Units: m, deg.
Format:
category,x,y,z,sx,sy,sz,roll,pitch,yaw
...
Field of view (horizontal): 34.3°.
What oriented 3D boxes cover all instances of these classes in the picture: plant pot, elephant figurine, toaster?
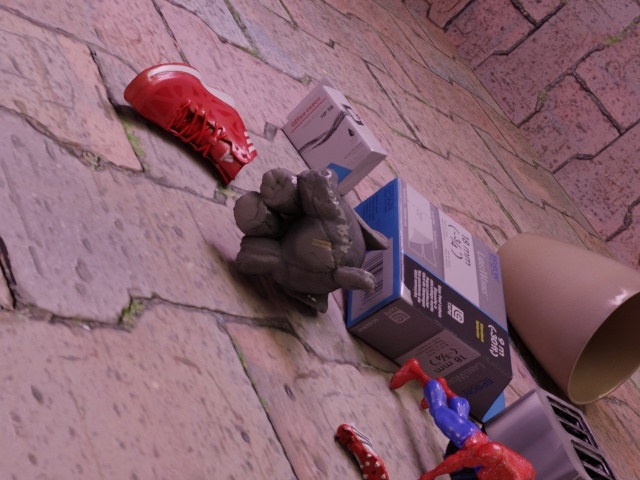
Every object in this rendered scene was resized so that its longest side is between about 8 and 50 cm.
category,x,y,z,sx,sy,sz,roll,pitch,yaw
plant pot,0.437,0.108,1.860,0.256,0.256,0.274,21,18,-51
elephant figurine,0.000,0.000,1.294,0.239,0.169,0.186,35,47,-71
toaster,0.312,0.302,1.397,0.185,0.110,0.168,31,25,-37

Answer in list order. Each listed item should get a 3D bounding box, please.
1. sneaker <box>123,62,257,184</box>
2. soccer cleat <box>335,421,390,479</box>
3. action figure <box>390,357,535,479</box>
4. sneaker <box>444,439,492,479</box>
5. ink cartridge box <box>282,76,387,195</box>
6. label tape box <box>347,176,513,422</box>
category,x,y,z,sx,sy,sz,roll,pitch,yaw
sneaker,-0.149,-0.147,1.338,0.128,0.087,0.221,55,23,22
soccer cleat,0.050,0.231,1.124,0.083,0.029,0.035,49,24,16
action figure,0.152,0.260,1.212,0.091,0.139,0.280,33,2,-27
sneaker,0.224,0.315,1.241,0.081,0.080,0.211,29,28,-34
ink cartridge box,0.012,-0.174,1.679,0.180,0.104,0.060,54,22,20
label tape box,0.190,0.098,1.476,0.333,0.106,0.241,36,36,-27
